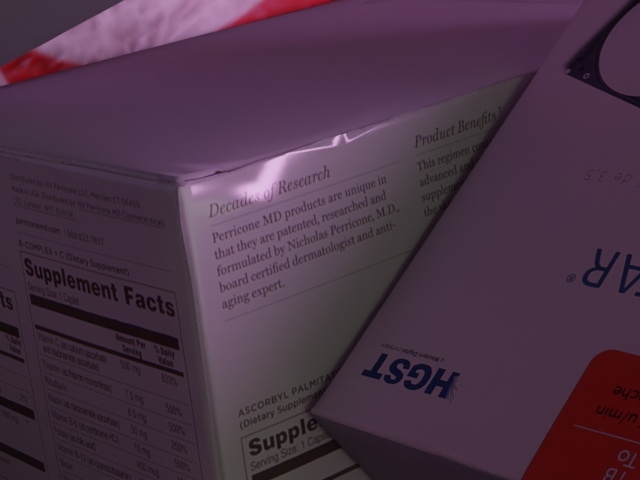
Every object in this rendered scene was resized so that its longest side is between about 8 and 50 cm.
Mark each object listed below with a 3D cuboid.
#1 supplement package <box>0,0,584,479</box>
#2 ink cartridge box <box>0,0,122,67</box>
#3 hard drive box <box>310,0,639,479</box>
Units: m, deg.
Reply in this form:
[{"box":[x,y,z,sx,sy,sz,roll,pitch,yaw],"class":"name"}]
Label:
[{"box":[0.000,0.000,0.651,0.262,0.204,0.145,-19,111,-37],"class":"supplement package"},{"box":[-0.091,-0.125,0.471,0.165,0.333,0.065,11,71,-42],"class":"ink cartridge box"},{"box":[0.138,0.001,0.514,0.089,0.181,0.232,48,66,-35],"class":"hard drive box"}]
